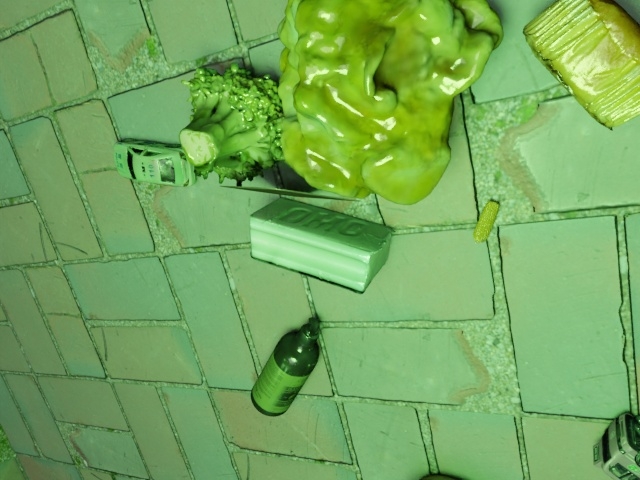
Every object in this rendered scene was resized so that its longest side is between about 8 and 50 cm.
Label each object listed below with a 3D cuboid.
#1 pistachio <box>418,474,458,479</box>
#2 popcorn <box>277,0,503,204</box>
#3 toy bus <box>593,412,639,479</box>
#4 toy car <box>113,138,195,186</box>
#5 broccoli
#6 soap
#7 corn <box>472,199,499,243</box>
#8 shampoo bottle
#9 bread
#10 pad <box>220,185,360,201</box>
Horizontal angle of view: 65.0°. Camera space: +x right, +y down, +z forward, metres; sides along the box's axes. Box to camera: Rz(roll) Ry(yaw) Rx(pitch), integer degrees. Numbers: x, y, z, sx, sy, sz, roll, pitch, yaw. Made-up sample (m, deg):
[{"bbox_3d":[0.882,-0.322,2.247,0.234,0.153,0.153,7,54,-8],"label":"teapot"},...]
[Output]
[{"bbox_3d":[0.298,0.596,1.055,0.260,0.163,0.213,6,147,23],"label":"pistachio"},{"bbox_3d":[0.081,-0.232,0.774,0.294,0.292,0.334,-115,33,-46],"label":"popcorn"},{"bbox_3d":[0.582,0.397,0.863,0.199,0.096,0.108,35,127,7],"label":"toy bus"},{"bbox_3d":[-0.382,-0.170,1.123,0.224,0.076,0.090,10,117,23],"label":"toy car"},{"bbox_3d":[-0.162,-0.180,0.905,0.263,0.243,0.247,40,119,-2],"label":"broccoli"},{"bbox_3d":[0.000,0.000,0.955,0.261,0.150,0.094,16,121,20],"label":"soap"},{"bbox_3d":[0.286,-0.030,0.870,0.027,0.028,0.083,26,117,21],"label":"corn"},{"bbox_3d":[-0.068,0.282,1.141,0.101,0.101,0.284,34,122,10],"label":"shampoo bottle"},{"bbox_3d":[0.373,-0.246,0.669,0.114,0.132,0.190,-37,96,34],"label":"bread"},{"bbox_3d":[-0.061,-0.083,0.884,0.266,0.176,0.002,13,97,61],"label":"pad"}]
